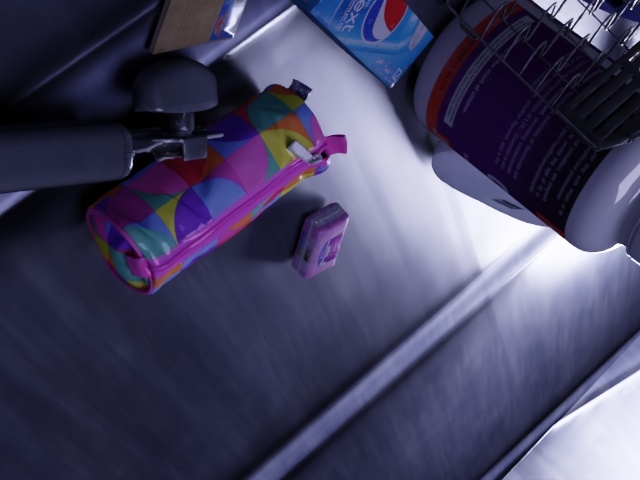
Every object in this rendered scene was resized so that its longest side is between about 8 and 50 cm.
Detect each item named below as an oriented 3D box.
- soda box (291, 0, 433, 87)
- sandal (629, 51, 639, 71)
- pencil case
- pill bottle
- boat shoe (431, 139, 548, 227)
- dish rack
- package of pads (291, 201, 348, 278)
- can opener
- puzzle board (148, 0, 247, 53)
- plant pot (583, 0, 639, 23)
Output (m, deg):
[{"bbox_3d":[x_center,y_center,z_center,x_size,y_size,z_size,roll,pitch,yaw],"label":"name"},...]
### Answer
[{"bbox_3d":[0.027,-0.210,1.222,0.067,0.071,0.210,-50,156,6],"label":"soda box"},{"bbox_3d":[0.492,-0.289,1.862,0.240,0.088,0.079,-46,162,8],"label":"sandal"},{"bbox_3d":[-0.094,-0.050,1.231,0.236,0.104,0.104,-37,154,-22],"label":"pencil case"},{"bbox_3d":[0.265,-0.112,1.458,0.181,0.323,0.181,-37,154,-22],"label":"pill bottle"},{"bbox_3d":[0.235,-0.100,1.715,0.301,0.108,0.102,23,75,-52],"label":"boat shoe"},{"bbox_3d":[0.256,-0.229,1.353,0.208,0.271,0.074,-41,170,-15],"label":"dish rack"},{"bbox_3d":[0.000,0.000,1.543,0.050,0.032,0.083,-28,149,-35],"label":"package of pads"},{"bbox_3d":[-0.185,-0.094,1.074,0.283,0.076,0.095,-11,105,-53],"label":"can opener"},{"bbox_3d":[-0.086,-0.211,1.107,0.096,0.011,0.128,-21,146,-47],"label":"puzzle board"},{"bbox_3d":[0.435,-0.358,1.511,0.236,0.212,0.236,-36,153,-26],"label":"plant pot"}]
